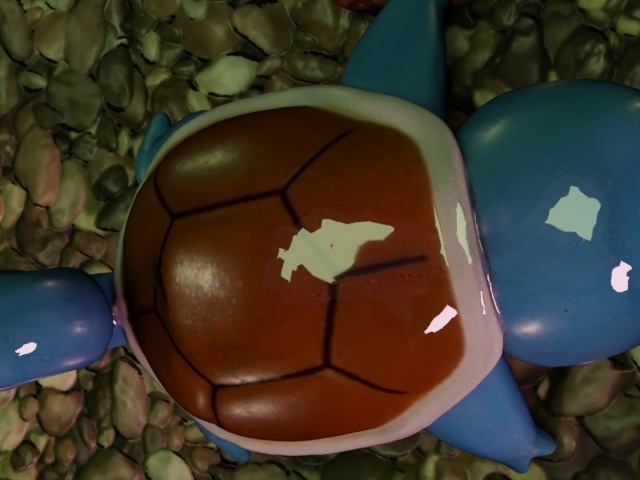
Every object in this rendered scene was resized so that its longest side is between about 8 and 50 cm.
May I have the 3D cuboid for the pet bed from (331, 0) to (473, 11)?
[{"bbox_3d":[0.046,-0.227,0.723,0.201,0.053,0.201,12,119,22],"label":"pet bed"}]

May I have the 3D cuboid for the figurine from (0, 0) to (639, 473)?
[{"bbox_3d":[-0.005,0.005,0.692,0.416,0.243,0.298,-10,84,4],"label":"figurine"}]
